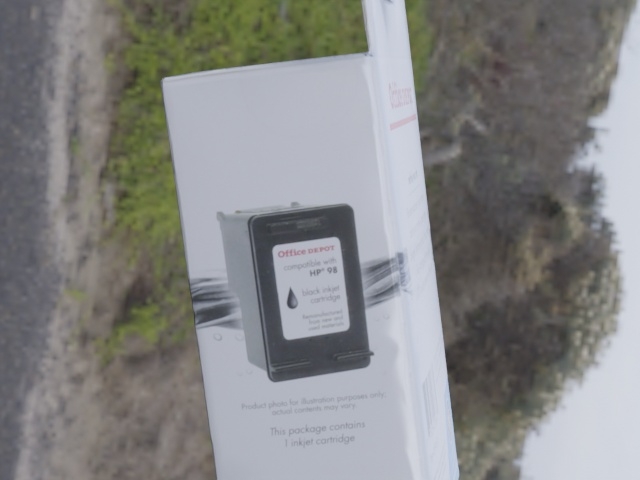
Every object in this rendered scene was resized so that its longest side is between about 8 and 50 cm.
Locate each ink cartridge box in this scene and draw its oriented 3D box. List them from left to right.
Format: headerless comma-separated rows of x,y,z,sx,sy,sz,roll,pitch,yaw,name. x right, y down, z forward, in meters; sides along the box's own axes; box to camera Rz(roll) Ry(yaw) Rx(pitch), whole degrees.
0.000,0.000,0.417,0.104,0.060,0.180,-37,120,-79,ink cartridge box
